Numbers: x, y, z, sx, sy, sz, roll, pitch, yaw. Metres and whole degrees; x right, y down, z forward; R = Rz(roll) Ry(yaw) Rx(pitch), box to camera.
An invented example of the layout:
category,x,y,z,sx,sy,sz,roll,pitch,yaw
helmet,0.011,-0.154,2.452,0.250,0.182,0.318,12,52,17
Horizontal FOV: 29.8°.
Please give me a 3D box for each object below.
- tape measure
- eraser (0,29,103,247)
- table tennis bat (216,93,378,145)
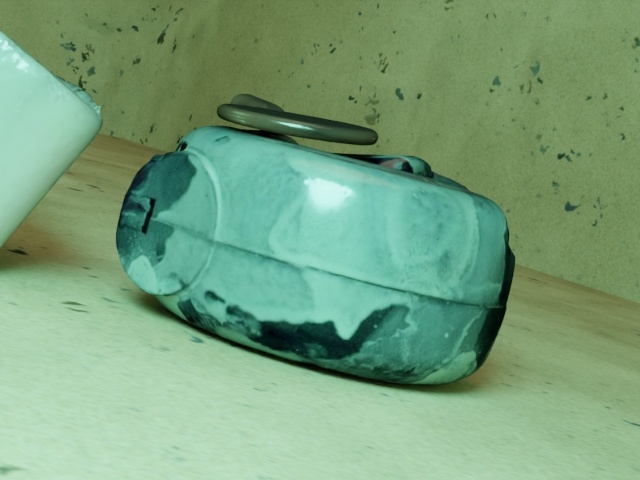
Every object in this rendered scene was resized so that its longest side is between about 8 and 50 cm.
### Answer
category,x,y,z,sx,sy,sz,roll,pitch,yaw
tape measure,0.000,0.000,0.847,0.275,0.147,0.256,15,5,12
eraser,-0.318,-0.136,0.849,0.331,0.150,0.331,40,-2,2
table tennis bat,-0.018,-0.132,0.823,0.107,0.119,0.170,7,9,-25
